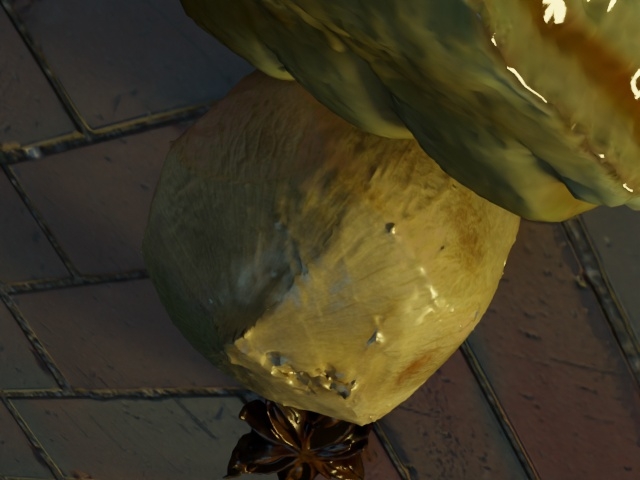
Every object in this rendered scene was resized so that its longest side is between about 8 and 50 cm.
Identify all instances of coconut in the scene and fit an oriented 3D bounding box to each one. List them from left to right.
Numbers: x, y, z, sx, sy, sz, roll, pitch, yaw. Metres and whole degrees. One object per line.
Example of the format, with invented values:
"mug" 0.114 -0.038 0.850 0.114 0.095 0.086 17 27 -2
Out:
"coconut" 0.002 -0.001 0.633 0.194 0.194 0.194 23 137 23

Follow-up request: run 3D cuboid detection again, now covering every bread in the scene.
"bread" 0.012 -0.176 0.440 0.341 0.210 0.300 31 171 48

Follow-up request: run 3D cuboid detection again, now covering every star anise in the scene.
"star anise" -0.010 0.102 0.844 0.097 0.070 0.191 7 134 0
